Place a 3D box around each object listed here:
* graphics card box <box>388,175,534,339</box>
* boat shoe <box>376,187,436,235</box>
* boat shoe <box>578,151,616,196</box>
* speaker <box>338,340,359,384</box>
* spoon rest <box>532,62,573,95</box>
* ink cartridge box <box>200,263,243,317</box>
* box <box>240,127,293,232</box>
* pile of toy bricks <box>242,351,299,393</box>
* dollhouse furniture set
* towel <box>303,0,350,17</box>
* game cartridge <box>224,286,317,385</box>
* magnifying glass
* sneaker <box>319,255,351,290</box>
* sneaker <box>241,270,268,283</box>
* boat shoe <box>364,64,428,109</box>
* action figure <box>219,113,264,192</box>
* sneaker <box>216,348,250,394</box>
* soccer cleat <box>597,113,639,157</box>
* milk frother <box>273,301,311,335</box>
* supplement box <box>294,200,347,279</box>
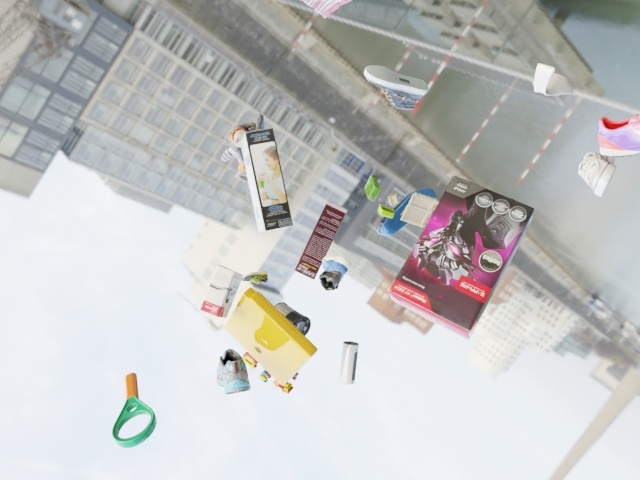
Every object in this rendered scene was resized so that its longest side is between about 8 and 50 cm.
[{"bbox_3d":[0.366,0.039,1.606,0.233,0.370,0.094,27,168,23],"label":"graphics card box"},{"bbox_3d":[0.292,-0.110,2.185,0.109,0.258,0.089,64,157,-8],"label":"boat shoe"},{"bbox_3d":[0.754,-0.188,1.707,0.084,0.095,0.258,24,-158,15],"label":"boat shoe"},{"bbox_3d":[0.094,0.404,2.059,0.055,0.136,0.055,6,-177,0],"label":"speaker"},{"bbox_3d":[0.746,-0.511,2.024,0.137,0.084,0.276,28,-163,26],"label":"spoon rest"},{"bbox_3d":[-0.305,0.158,1.924,0.063,0.150,0.109,20,174,11],"label":"ink cartridge box"},{"bbox_3d":[-0.162,-0.172,1.832,0.087,0.289,0.169,-11,-178,-11],"label":"box"},{"bbox_3d":[-0.168,0.441,2.218,0.212,0.105,0.118,33,-136,13],"label":"pile of toy bricks"},{"bbox_3d":[0.172,-0.089,1.350,0.152,0.076,0.058,17,-151,-13],"label":"dollhouse furniture set"},{"bbox_3d":[0.024,-0.573,1.409,0.197,0.144,0.029,-5,-103,-64],"label":"towel"},{"bbox_3d":[-0.165,0.310,1.981,0.285,0.053,0.323,44,145,6],"label":"game cartridge"},{"bbox_3d":[-0.402,0.358,1.330,0.231,0.092,0.026,-129,17,-59],"label":"magnifying glass"},{"bbox_3d":[0.022,0.087,1.596,0.058,0.084,0.152,39,165,-14],"label":"sneaker"},{"bbox_3d":[-0.190,0.112,1.819,0.083,0.031,0.035,-10,-108,-28],"label":"sneaker"},{"bbox_3d":[0.189,-0.399,1.645,0.184,0.083,0.065,13,-130,-18],"label":"boat shoe"},{"bbox_3d":[-0.336,-0.354,2.605,0.179,0.341,0.330,8,164,-9],"label":"action figure"},{"bbox_3d":[-0.275,0.403,1.974,0.104,0.125,0.262,-5,180,-19],"label":"sneaker"},{"bbox_3d":[0.936,-0.304,1.741,0.318,0.109,0.116,4,121,52],"label":"soccer cleat"},{"bbox_3d":[-0.134,0.278,2.119,0.135,0.129,0.143,24,167,47],"label":"milk frother"},{"bbox_3d":[0.000,0.000,1.942,0.073,0.239,0.130,25,178,-1],"label":"supplement box"}]
